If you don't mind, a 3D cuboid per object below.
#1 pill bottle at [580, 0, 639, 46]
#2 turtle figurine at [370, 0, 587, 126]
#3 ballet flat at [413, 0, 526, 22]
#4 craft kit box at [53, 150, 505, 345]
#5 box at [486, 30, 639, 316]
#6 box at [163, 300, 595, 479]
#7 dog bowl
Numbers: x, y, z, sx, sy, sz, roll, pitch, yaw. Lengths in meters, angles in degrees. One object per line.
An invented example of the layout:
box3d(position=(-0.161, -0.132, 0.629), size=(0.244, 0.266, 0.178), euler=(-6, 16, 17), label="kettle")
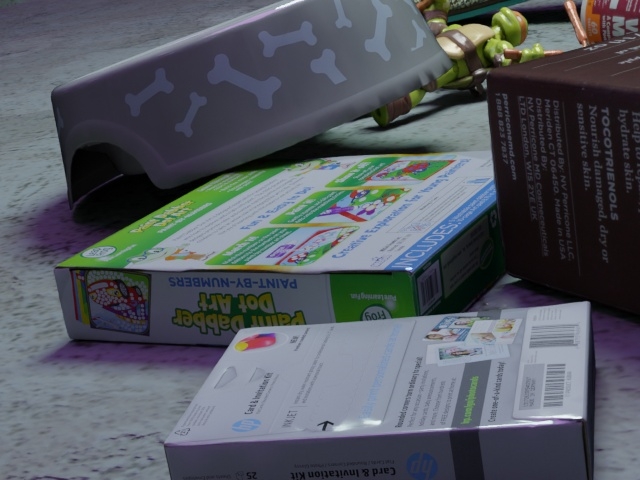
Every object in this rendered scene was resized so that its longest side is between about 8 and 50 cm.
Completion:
box3d(position=(0.341, -0.198, 1.280), size=(0.121, 0.121, 0.221), euler=(-14, 17, -18), label="pill bottle")
box3d(position=(0.121, -0.185, 1.412), size=(0.217, 0.087, 0.269), euler=(-25, 36, -18), label="turtle figurine")
box3d(position=(0.312, -0.374, 1.783), size=(0.483, 0.182, 0.164), euler=(0, 18, 28), label="ballet flat")
box3d(position=(0.000, 0.000, 0.922), size=(0.246, 0.061, 0.250), euler=(3, 20, 28), label="craft kit box")
box3d(position=(0.275, -0.031, 0.732), size=(0.191, 0.143, 0.381), euler=(-18, 20, -28), label="box")
box3d(position=(0.035, 0.076, 0.673), size=(0.186, 0.038, 0.145), euler=(-4, 17, 12), label="box")
box3d(position=(-0.068, -0.135, 1.198), size=(0.349, 0.102, 0.349), euler=(-19, 10, 3), label="dog bowl")
